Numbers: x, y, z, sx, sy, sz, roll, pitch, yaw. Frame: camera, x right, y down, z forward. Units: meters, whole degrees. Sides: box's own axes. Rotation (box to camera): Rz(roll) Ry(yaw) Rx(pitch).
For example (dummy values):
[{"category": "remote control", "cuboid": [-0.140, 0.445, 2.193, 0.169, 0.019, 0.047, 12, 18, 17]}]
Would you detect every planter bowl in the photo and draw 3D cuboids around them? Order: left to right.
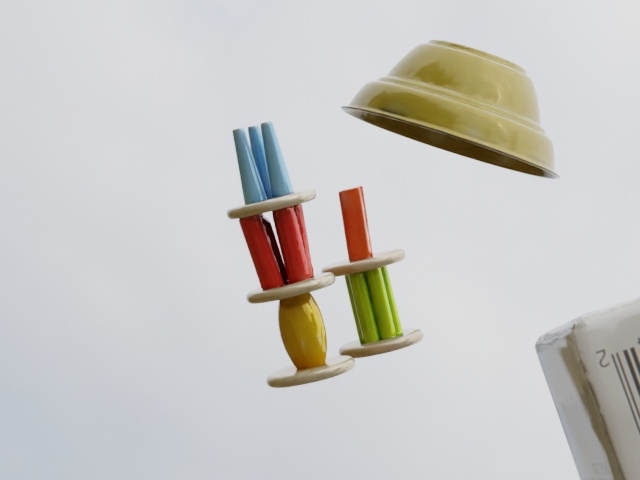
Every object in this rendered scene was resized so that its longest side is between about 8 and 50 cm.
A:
[{"category": "planter bowl", "cuboid": [0.135, -0.132, 1.540, 0.217, 0.090, 0.217, 18, 0, 0]}]

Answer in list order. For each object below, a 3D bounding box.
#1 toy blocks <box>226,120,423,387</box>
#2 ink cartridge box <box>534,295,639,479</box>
[{"category": "toy blocks", "cuboid": [0.000, 0.000, 0.955, 0.054, 0.123, 0.148, -10, -85, 39]}, {"category": "ink cartridge box", "cuboid": [0.259, 0.109, 0.584, 0.066, 0.296, 0.261, 119, -47, -79]}]
